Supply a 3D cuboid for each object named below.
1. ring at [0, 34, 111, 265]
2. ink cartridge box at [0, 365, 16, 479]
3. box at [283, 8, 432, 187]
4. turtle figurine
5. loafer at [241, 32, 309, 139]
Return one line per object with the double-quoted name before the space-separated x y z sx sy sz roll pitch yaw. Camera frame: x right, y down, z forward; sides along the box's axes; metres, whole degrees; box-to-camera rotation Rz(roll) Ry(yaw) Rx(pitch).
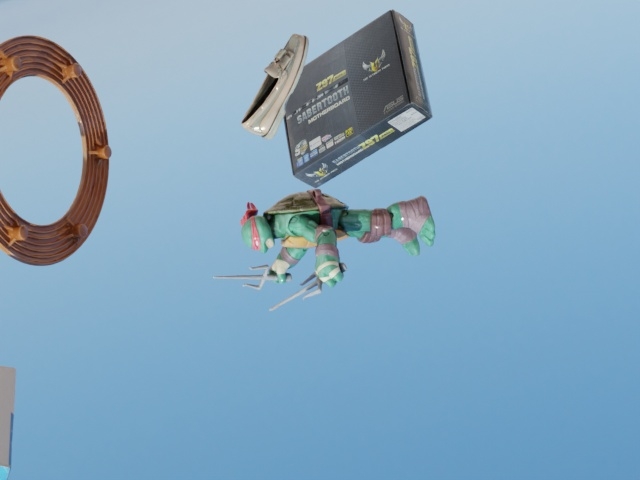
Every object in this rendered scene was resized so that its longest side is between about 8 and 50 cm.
"ring" -0.402 -0.131 2.323 0.032 0.336 0.336 -3 -163 29
"ink cartridge box" -0.518 0.296 2.162 0.168 0.232 0.171 9 -136 -17
"box" 0.049 -0.211 2.383 0.233 0.183 0.059 -29 141 29
"turtle figurine" 0.000 0.000 1.764 0.234 0.118 0.175 -10 -171 -12
"loafer" -0.051 -0.176 1.795 0.039 0.125 0.045 19 -176 -23
